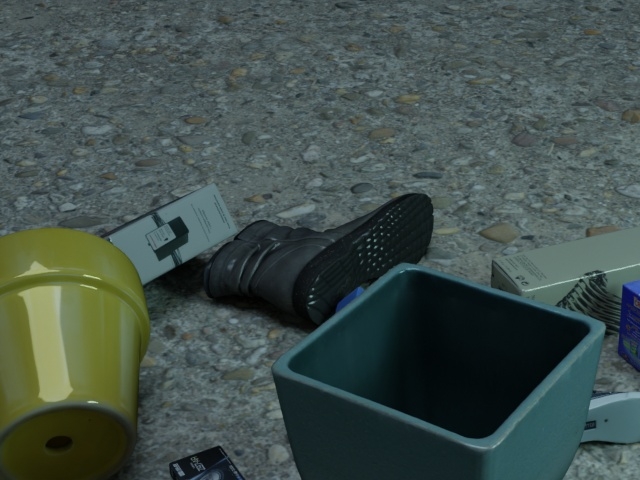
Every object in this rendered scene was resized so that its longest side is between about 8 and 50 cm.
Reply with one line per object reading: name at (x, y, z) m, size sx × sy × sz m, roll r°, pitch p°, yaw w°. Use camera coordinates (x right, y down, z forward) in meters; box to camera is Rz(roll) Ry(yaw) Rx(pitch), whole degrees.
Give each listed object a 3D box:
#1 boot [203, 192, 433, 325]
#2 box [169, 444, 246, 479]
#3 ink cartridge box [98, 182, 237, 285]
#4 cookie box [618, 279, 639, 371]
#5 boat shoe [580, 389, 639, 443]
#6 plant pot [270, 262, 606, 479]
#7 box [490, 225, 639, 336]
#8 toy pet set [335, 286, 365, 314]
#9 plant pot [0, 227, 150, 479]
boot at (0.000, 0.000, 1.810) m, size 0.222 × 0.118 × 0.338 m, roll 13°, pitch 28°, yaw 38°
box at (-0.129, 0.275, 1.411) m, size 0.067 × 0.018 × 0.083 m, roll -16°, pitch 31°, yaw -22°
ink cartridge box at (-0.250, 0.007, 1.786) m, size 0.208 × 0.087 × 0.153 m, roll -30°, pitch 7°, yaw -39°
cookie box at (0.421, 0.116, 1.546) m, size 0.040 × 0.107 × 0.092 m, roll -15°, pitch 31°, yaw -20°
boat shoe at (0.316, 0.197, 1.455) m, size 0.183 × 0.065 × 0.083 m, roll -6°, pitch 24°, yaw -8°
plant pot at (0.124, 0.211, 1.257) m, size 0.247 × 0.252 × 0.247 m, roll 17°, pitch 34°, yaw 33°
box at (0.370, 0.063, 1.648) m, size 0.275 × 0.113 × 0.094 m, roll -13°, pitch 31°, yaw -14°
toy pet set at (0.055, 0.118, 1.628) m, size 0.122 × 0.065 × 0.114 m, roll 2°, pitch 29°, yaw 9°
plant pot at (-0.317, 0.155, 1.444) m, size 0.254 × 0.254 × 0.239 m, roll -10°, pitch 45°, yaw -11°
